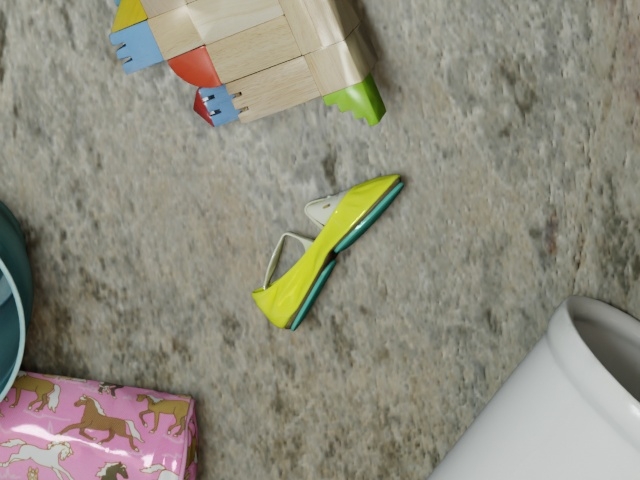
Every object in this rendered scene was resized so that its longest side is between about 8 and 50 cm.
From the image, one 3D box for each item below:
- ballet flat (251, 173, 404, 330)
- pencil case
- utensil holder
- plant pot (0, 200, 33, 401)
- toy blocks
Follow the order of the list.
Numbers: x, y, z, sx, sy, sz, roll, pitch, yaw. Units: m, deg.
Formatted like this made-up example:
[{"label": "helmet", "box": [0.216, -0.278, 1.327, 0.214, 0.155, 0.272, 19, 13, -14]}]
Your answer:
[{"label": "ballet flat", "box": [0.000, 0.000, 1.964, 0.077, 0.077, 0.231, 39, 107, 7]}, {"label": "pencil case", "box": [-0.328, 0.239, 2.002, 0.386, 0.167, 0.160, 6, 66, 0]}, {"label": "utensil holder", "box": [0.285, 0.310, 1.924, 0.328, 0.327, 0.385, 34, 108, -9]}, {"label": "plant pot", "box": [-0.437, 0.049, 1.893, 0.272, 0.255, 0.271, 0, 108, 1]}, {"label": "toy blocks", "box": [-0.117, -0.269, 1.845, 0.261, 0.191, 0.381, -19, 105, 19]}]
